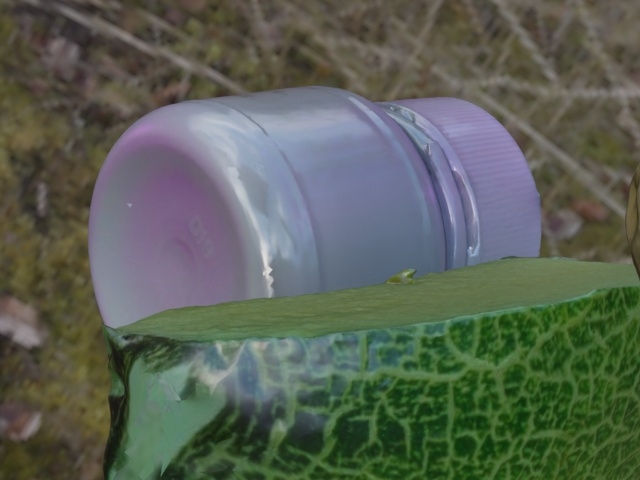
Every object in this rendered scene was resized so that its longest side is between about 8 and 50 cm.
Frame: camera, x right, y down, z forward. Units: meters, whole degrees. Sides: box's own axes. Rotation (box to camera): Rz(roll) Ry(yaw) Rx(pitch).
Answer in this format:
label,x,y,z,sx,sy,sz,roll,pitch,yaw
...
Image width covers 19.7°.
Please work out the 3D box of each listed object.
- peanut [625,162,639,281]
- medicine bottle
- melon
label,x,y,z,sx,sy,sz,roll,pitch,yaw
peanut,0.217,0.004,0.595,0.140,0.153,0.325,12,0,-30
medicine bottle,0.000,0.000,1.525,0.324,0.256,0.256,-10,56,-42
melon,0.032,0.115,1.049,0.343,0.331,0.226,-14,64,-52
